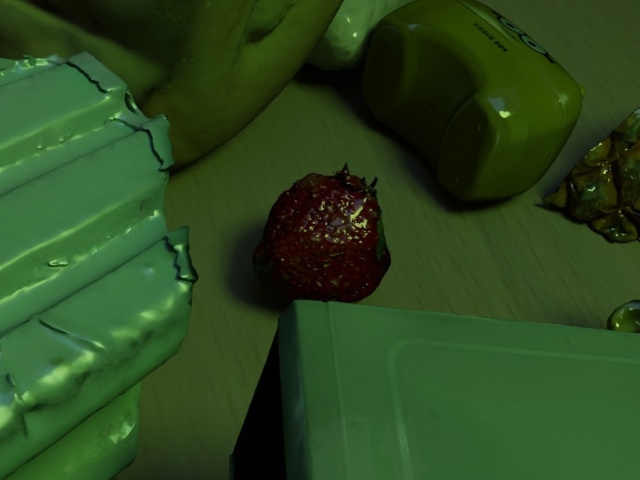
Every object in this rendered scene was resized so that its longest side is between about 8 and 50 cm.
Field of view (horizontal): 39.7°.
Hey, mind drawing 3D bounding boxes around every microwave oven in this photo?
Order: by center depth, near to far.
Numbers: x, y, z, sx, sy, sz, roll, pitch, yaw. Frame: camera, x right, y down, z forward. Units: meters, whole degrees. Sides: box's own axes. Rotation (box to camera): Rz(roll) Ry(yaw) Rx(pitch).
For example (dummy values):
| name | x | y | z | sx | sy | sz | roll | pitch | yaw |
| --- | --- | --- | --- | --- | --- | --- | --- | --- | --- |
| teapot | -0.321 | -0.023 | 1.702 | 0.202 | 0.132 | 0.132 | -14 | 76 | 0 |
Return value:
| name | x | y | z | sx | sy | sz | roll | pitch | yaw |
| --- | --- | --- | --- | --- | --- | --- | --- | --- | --- |
| microwave oven | 0.075 | 0.200 | 0.372 | 0.238 | 0.181 | 0.295 | 7 | 45 | -15 |

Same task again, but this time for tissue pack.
| name | x | y | z | sx | sy | sz | roll | pitch | yaw |
| --- | --- | --- | --- | --- | --- | --- | --- | --- | --- |
| tissue pack | 0.132 | -0.124 | 0.754 | 0.127 | 0.123 | 0.178 | -18 | 54 | -32 |

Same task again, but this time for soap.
| name | x | y | z | sx | sy | sz | roll | pitch | yaw |
| --- | --- | --- | --- | --- | --- | --- | --- | --- | --- |
| soap | -0.251 | 0.061 | 0.416 | 0.261 | 0.156 | 0.446 | 37 | 47 | 18 |

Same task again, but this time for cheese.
| name | x | y | z | sx | sy | sz | roll | pitch | yaw |
| --- | --- | --- | --- | --- | --- | --- | --- | --- | --- |
| cheese | 0.019 | -0.258 | 0.830 | 0.189 | 0.154 | 0.198 | -23 | 57 | -41 |

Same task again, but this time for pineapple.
| name | x | y | z | sx | sy | sz | roll | pitch | yaw |
| --- | --- | --- | --- | --- | --- | --- | --- | --- | --- |
| pineapple | 0.341 | -0.087 | 0.770 | 0.250 | 0.164 | 0.140 | -27 | 68 | -41 |

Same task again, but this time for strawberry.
| name | x | y | z | sx | sy | sz | roll | pitch | yaw |
| --- | --- | --- | --- | --- | --- | --- | --- | --- | --- |
| strawberry | 0.000 | 0.001 | 0.613 | 0.106 | 0.106 | 0.106 | 10 | 44 | -10 |

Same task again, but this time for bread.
| name | x | y | z | sx | sy | sz | roll | pitch | yaw |
| --- | --- | --- | --- | --- | --- | --- | --- | --- | --- |
| bread | -0.152 | -0.274 | 0.678 | 0.376 | 0.348 | 0.253 | 34 | 22 | 18 |

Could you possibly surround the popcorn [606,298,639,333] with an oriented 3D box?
| name | x | y | z | sx | sy | sz | roll | pitch | yaw |
| --- | --- | --- | --- | --- | --- | --- | --- | --- | --- |
| popcorn | 0.287 | 0.104 | 0.576 | 0.195 | 0.173 | 0.168 | 24 | 65 | -8 |
